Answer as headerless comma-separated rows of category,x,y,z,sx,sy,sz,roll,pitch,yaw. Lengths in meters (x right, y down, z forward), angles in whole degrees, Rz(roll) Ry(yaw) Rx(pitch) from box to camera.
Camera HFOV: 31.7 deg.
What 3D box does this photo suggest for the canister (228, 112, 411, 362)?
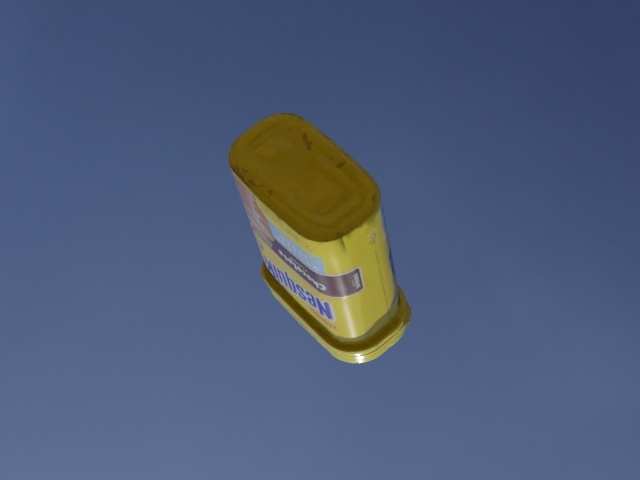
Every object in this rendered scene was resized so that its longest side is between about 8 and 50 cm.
canister,0.000,0.000,0.820,0.073,0.170,0.126,-38,-121,-15
